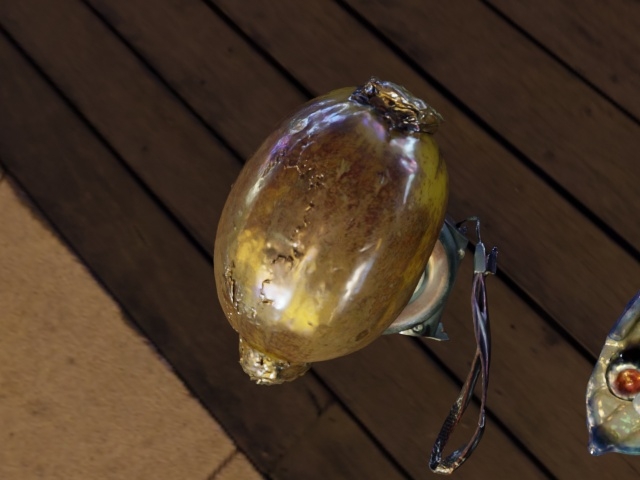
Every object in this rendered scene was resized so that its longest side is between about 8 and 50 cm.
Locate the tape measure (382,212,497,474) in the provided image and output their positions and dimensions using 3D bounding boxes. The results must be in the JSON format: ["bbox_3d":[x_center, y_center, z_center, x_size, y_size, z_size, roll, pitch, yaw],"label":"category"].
[{"bbox_3d":[0.051,0.046,0.805,0.180,0.107,0.104,-98,23,-52],"label":"tape measure"}]

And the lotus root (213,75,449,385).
[{"bbox_3d":[0.000,0.000,0.730,0.120,0.120,0.209,41,120,26],"label":"lotus root"}]

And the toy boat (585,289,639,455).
[{"bbox_3d":[0.251,0.047,0.749,0.114,0.115,0.262,46,106,2],"label":"toy boat"}]
